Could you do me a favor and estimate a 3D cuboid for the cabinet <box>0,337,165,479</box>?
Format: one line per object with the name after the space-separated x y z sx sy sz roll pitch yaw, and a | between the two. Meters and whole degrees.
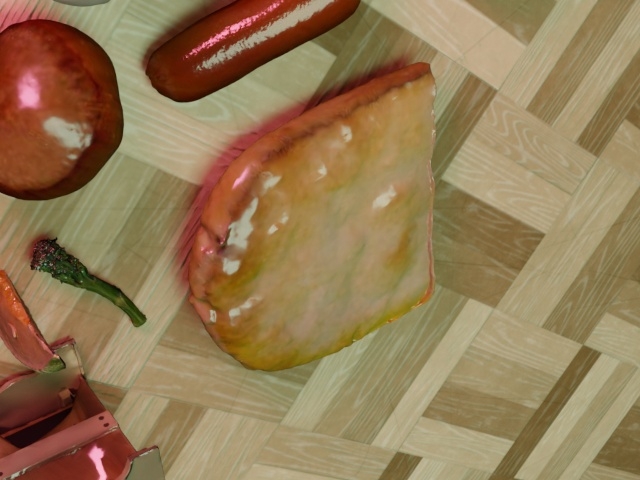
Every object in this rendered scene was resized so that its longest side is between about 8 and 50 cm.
-0.351 0.359 1.568 0.227 0.290 0.318 -24 131 -22 | cabinet

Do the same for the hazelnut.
-0.305 -0.141 1.321 0.210 0.186 0.210 -9 107 -30 | hazelnut

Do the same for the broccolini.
-0.311 0.063 1.572 0.054 0.051 0.239 -51 144 -5 | broccolini

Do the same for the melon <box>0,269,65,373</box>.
-0.365 0.123 1.466 0.054 0.182 0.098 -22 135 -26 | melon

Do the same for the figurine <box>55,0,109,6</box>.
-0.180 -0.388 1.278 0.394 0.226 0.274 -38 168 -26 | figurine

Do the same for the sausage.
-0.080 -0.265 1.453 0.300 0.083 0.089 -31 152 -1 | sausage

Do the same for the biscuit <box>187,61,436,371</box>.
-0.001 -0.001 1.722 0.446 0.104 0.429 -29 133 -23 | biscuit
